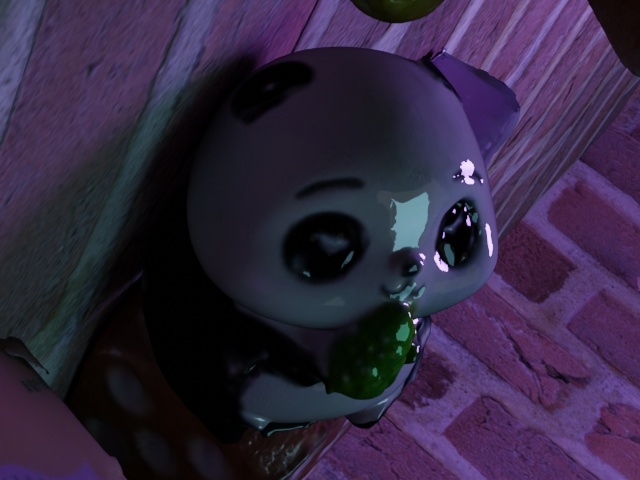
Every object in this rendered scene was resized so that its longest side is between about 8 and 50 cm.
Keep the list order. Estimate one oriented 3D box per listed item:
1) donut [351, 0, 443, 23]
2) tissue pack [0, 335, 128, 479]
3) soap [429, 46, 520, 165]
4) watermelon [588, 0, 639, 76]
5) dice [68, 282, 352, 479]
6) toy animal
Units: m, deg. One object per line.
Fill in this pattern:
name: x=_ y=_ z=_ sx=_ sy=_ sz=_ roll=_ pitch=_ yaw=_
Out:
donut: x=0.069 y=-0.226 z=0.896 sx=0.261 sy=0.128 sz=0.208 roll=-56 pitch=169 yaw=32
tissue pack: x=-0.179 y=0.162 z=1.002 sx=0.123 sy=0.215 sz=0.257 roll=-42 pitch=173 yaw=13
soap: x=0.035 y=0.002 z=1.692 sx=0.285 sy=0.107 sz=0.296 roll=-55 pitch=176 yaw=28
watermelon: x=0.188 y=-0.253 z=1.003 sx=0.283 sy=0.250 sz=0.292 roll=-10 pitch=-153 yaw=30
dice: x=-0.065 y=0.107 z=1.457 sx=0.174 sy=0.179 sz=0.175 roll=-44 pitch=167 yaw=-39
toy animal: x=0.003 y=0.007 z=1.278 sx=0.212 sy=0.212 sz=0.266 roll=-44 pitch=173 yaw=-38
